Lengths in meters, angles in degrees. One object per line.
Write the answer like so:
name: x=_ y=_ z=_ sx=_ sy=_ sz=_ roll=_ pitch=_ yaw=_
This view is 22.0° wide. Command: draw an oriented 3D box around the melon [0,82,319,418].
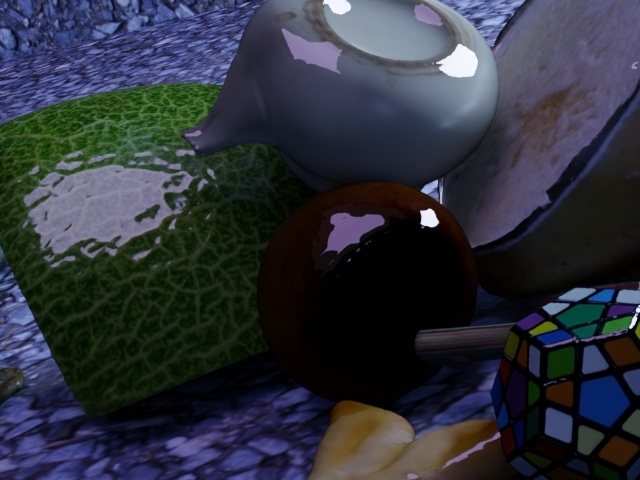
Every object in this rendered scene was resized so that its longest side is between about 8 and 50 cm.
melon: x=-0.087 y=-0.007 z=1.388 sx=0.343 sy=0.226 sz=0.331 roll=-26 pitch=43 yaw=-12

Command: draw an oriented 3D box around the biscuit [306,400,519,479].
biscuit: x=0.017 y=0.159 z=0.989 sx=0.164 sy=0.047 sz=0.208 roll=2 pitch=24 yaw=41

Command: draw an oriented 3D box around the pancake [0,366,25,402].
pancake: x=-0.317 y=0.137 z=1.444 sx=0.116 sy=0.023 sz=0.129 roll=-2 pitch=21 yaw=35

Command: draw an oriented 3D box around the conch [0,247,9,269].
conch: x=-0.436 y=0.002 z=1.777 sx=0.220 sy=0.195 sz=0.277 roll=26 pitch=18 yaw=39

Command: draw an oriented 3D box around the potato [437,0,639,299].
potato: x=0.239 y=-0.067 z=1.300 sx=0.246 sy=0.196 sz=0.300 roll=-29 pitch=31 yaw=50

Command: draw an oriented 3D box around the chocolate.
chocolate: x=0.029 y=0.037 z=1.204 sx=0.176 sy=0.177 sz=0.177 roll=-15 pitch=16 yaw=5

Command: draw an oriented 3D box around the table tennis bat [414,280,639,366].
table tennis bat: x=0.183 y=0.059 z=1.051 sx=0.274 sy=0.021 sz=0.154 roll=-8 pitch=-24 yaw=34

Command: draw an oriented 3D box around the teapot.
teapot: x=0.040 y=-0.142 z=1.338 sx=0.220 sy=0.149 sz=0.318 roll=22 pitch=36 yaw=5

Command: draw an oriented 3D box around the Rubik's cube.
Rubik's cube: x=0.163 y=0.091 z=0.950 sx=0.133 sy=0.133 sz=0.112 roll=-15 pitch=-7 yaw=6
